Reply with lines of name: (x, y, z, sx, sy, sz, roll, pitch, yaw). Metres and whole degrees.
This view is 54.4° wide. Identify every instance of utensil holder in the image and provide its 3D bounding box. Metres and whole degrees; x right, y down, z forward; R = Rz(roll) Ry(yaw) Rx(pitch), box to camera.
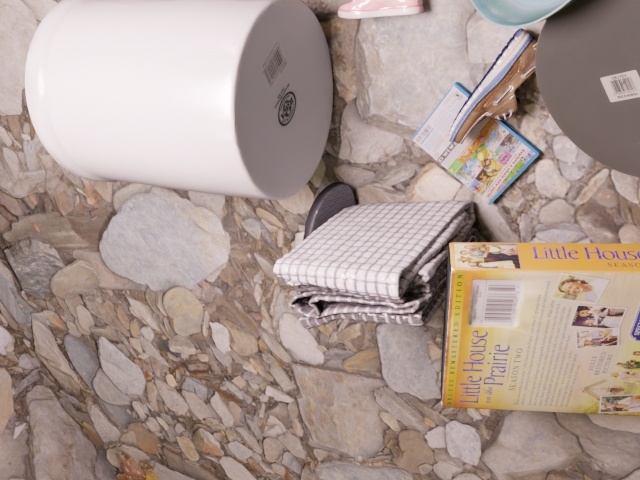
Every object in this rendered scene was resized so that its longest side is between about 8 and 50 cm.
utensil holder: (-0.214, -0.236, 1.022, 0.386, 0.327, 0.327, 11, 121, 25)

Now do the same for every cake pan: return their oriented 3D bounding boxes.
cake pan: (0.372, -0.190, 0.728, 0.293, 0.054, 0.293, 44, 160, 20)

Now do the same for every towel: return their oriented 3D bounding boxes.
towel: (0.102, 0.036, 0.990, 0.235, 0.284, 0.121, 2, 117, 34)

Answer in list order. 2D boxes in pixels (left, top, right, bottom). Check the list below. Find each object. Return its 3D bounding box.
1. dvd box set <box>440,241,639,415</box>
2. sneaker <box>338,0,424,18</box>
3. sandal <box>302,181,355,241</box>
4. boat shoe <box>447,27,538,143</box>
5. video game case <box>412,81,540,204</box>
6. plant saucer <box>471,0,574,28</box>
dvd box set: (0.385, 0.134, 0.869, 0.421, 0.062, 0.307, 0, 131, 9)
sneaker: (0.087, -0.369, 0.926, 0.134, 0.051, 0.070, 6, 117, 27)
sandal: (-0.001, 0.001, 1.168, 0.054, 0.097, 0.254, 46, 136, 39)
boat shoe: (0.253, -0.205, 0.889, 0.066, 0.066, 0.183, 34, 121, 1)
video game case: (0.239, -0.149, 0.973, 0.166, 0.015, 0.119, 42, 130, 6)
plant saucer: (0.261, -0.399, 0.692, 0.318, 0.044, 0.317, -179, 90, -70)
